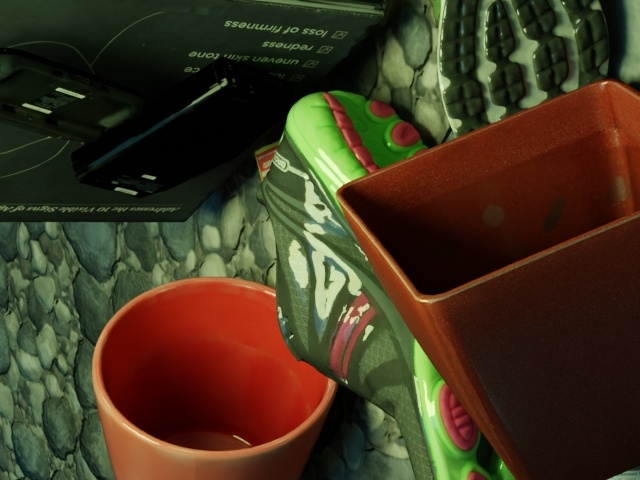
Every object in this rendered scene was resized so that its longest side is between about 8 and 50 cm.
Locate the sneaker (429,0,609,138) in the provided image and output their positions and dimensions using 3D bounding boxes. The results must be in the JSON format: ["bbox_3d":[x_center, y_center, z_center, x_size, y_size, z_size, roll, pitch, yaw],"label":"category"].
[{"bbox_3d":[0.151,-0.251,1.426,0.182,0.158,0.410,-103,-1,-77],"label":"sneaker"}]

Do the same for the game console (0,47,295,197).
[{"bbox_3d":[-0.198,-0.127,1.510,0.213,0.361,0.044,-28,66,29],"label":"game console"}]

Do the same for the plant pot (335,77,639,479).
[{"bbox_3d":[0.199,0.050,1.289,0.267,0.267,0.236,-124,13,-65],"label":"plant pot"}]

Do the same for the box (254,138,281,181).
[{"bbox_3d":[0.000,0.000,1.721,0.087,0.058,0.232,-17,87,54],"label":"box"}]

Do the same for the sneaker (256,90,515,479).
[{"bbox_3d":[0.077,0.082,1.549,0.202,0.185,0.483,-48,55,42],"label":"sneaker"}]

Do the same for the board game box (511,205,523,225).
[{"bbox_3d":[0.179,-0.034,1.454,0.090,0.090,0.020,12,108,51],"label":"board game box"}]

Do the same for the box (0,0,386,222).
[{"bbox_3d":[-0.274,-0.241,1.626,0.472,0.479,0.297,-43,55,48],"label":"box"}]

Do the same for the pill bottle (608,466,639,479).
[{"bbox_3d":[0.278,0.214,1.414,0.078,0.078,0.137,6,105,51],"label":"pill bottle"}]

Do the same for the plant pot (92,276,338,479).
[{"bbox_3d":[-0.127,0.217,1.804,0.275,0.275,0.243,47,144,33],"label":"plant pot"}]
